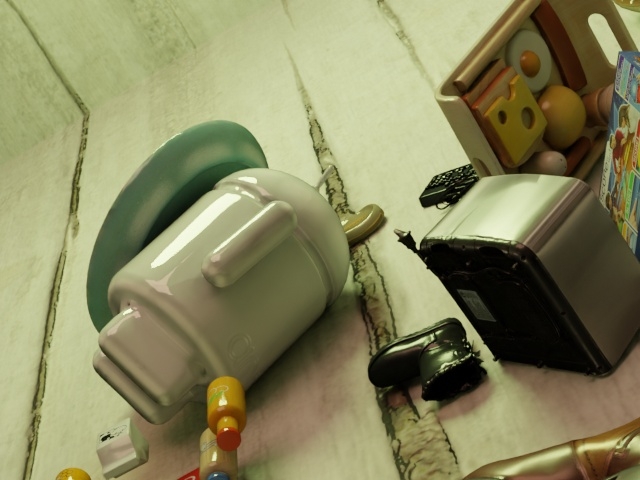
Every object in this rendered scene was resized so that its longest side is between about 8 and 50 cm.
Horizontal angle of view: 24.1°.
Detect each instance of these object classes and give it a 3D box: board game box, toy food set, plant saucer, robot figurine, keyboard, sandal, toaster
[{"bbox_3d":[0.311,-0.070,1.460,0.035,0.201,0.136,1,22,-7],"label":"board game box"},{"bbox_3d":[-0.165,0.245,1.533,0.232,0.111,0.104,-27,21,6],"label":"toy food set"},{"bbox_3d":[-0.161,0.003,1.866,0.044,0.317,0.317,30,59,29],"label":"plant saucer"},{"bbox_3d":[-0.105,0.053,1.747,0.353,0.200,0.300,-44,-4,-26],"label":"robot figurine"},{"bbox_3d":[0.204,-0.092,1.857,0.192,0.038,0.100,-19,25,33],"label":"keyboard"},{"bbox_3d":[0.263,-0.146,1.643,0.092,0.219,0.306,-10,31,45],"label":"toy food set"},{"bbox_3d":[0.000,0.000,1.922,0.180,0.049,0.072,-36,22,-9],"label":"sandal"},{"bbox_3d":[0.196,0.027,1.411,0.110,0.185,0.168,-48,25,-23],"label":"toaster"}]

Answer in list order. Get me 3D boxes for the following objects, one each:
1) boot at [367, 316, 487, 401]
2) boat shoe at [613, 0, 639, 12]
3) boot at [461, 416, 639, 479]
[{"bbox_3d":[0.106,0.131,1.506,0.121,0.045,0.099,-29,25,8],"label":"boot"},{"bbox_3d":[0.486,-0.329,1.938,0.104,0.089,0.285,-64,24,-6],"label":"boat shoe"},{"bbox_3d":[0.261,0.143,1.194,0.280,0.096,0.264,-40,8,-38],"label":"boot"}]
